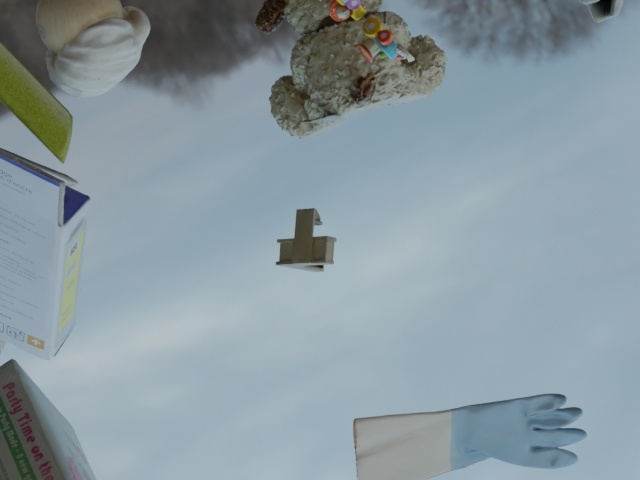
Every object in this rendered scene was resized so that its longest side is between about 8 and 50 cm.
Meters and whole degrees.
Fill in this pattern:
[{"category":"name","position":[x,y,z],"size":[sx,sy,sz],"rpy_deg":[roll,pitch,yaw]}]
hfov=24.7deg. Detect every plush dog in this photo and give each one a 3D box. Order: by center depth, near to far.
[{"category":"plush dog","position":[0.029,-0.286,2.016],"size":[0.262,0.225,0.210],"rpy_deg":[-19,176,3]}]

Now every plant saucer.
[{"category":"plant saucer","position":[-0.343,-0.175,1.649],"size":[0.045,0.188,0.188],"rpy_deg":[-44,-167,-4]}]

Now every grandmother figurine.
[{"category":"grandmother figurine","position":[-0.207,-0.279,1.131],"size":[0.104,0.342,0.208],"rpy_deg":[-8,-162,3]}]

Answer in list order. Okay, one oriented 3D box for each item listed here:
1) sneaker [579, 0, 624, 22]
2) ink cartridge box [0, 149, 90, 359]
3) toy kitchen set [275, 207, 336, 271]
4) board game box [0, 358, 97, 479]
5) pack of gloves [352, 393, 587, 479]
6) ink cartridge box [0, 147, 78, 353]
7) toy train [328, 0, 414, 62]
[{"category":"sneaker","position":[0.366,-0.396,2.000],"size":[0.099,0.262,0.121],"rpy_deg":[-5,-116,34]},{"category":"ink cartridge box","position":[-0.357,-0.048,1.323],"size":[0.072,0.303,0.307],"rpy_deg":[-60,175,-37]},{"category":"toy kitchen set","position":[0.000,0.000,1.807],"size":[0.083,0.068,0.075],"rpy_deg":[-3,170,42]},{"category":"board game box","position":[-0.269,0.244,0.907],"size":[0.303,0.097,0.224],"rpy_deg":[-33,-137,-4]},{"category":"pack of gloves","position":[0.143,0.239,1.393],"size":[0.232,0.195,0.046],"rpy_deg":[-6,-162,-11]},{"category":"ink cartridge box","position":[-0.407,-0.006,1.588],"size":[0.045,0.223,0.224],"rpy_deg":[25,-89,57]},{"category":"toy train","position":[0.043,-0.273,1.809],"size":[0.046,0.166,0.125],"rpy_deg":[-42,-169,7]}]
